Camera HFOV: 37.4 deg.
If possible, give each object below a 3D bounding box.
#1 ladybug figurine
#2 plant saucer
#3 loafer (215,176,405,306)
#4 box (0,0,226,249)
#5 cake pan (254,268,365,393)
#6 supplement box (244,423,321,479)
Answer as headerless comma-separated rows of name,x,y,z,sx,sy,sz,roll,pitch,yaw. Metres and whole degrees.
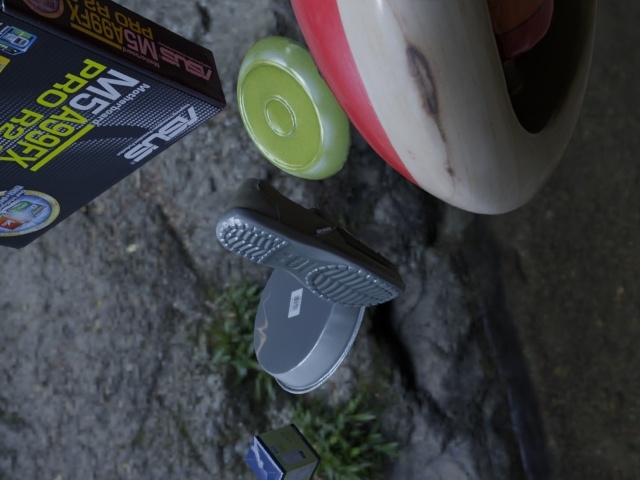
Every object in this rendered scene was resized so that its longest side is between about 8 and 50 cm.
ladybug figurine,0.082,-0.211,0.671,0.161,0.305,0.449,12,145,30
plant saucer,-0.053,-0.198,1.480,0.241,0.037,0.241,30,137,32
loafer,0.000,0.000,1.070,0.094,0.251,0.087,-25,47,43
box,-0.245,-0.093,0.741,0.270,0.216,0.060,-29,63,27
cake pan,-0.026,0.122,1.674,0.293,0.054,0.293,-37,41,41
supplement box,-0.060,0.350,1.518,0.083,0.083,0.056,46,128,33
